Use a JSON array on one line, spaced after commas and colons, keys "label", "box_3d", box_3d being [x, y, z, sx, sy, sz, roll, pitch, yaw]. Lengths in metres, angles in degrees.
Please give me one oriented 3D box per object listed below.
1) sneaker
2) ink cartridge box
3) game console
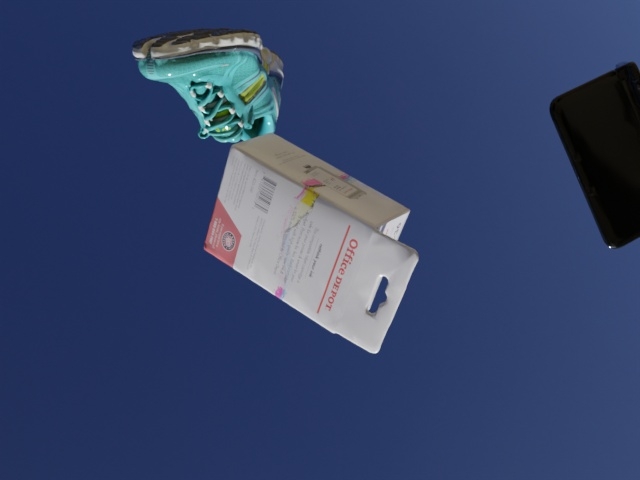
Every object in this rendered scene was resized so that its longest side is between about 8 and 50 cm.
[{"label": "sneaker", "box_3d": [-0.100, -0.158, 0.870, 0.275, 0.107, 0.109, 0, -89, -72]}, {"label": "ink cartridge box", "box_3d": [0.000, 0.000, 0.746, 0.198, 0.115, 0.067, 32, -149, 21]}, {"label": "game console", "box_3d": [0.231, -0.069, 0.642, 0.122, 0.071, 0.107, 66, -162, -6]}]
